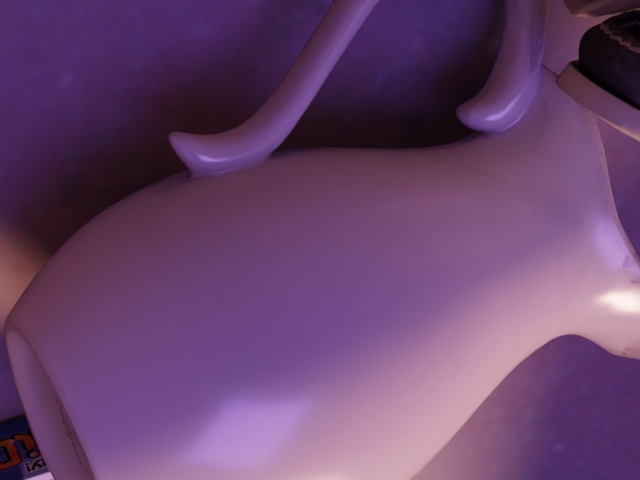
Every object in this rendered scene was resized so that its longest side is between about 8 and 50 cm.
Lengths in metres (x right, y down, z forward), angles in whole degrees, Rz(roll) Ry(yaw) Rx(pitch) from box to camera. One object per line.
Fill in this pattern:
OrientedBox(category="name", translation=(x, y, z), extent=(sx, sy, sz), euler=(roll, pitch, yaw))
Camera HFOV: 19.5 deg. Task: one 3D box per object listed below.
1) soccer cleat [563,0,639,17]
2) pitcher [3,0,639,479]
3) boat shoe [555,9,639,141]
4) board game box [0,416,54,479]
OrientedBox(category="soccer cleat", translation=(0.088, -0.147, 0.562), extent=(0.076, 0.068, 0.196), euler=(-25, 132, 0))
OrientedBox(category="pitcher", translation=(0.000, 0.000, 0.605), extent=(0.207, 0.125, 0.178), euler=(-24, 109, -19))
OrientedBox(category="boat shoe", translation=(0.164, -0.068, 0.615), extent=(0.233, 0.084, 0.079), euler=(-8, 126, -42))
OrientedBox(category="board game box", translation=(-0.149, 0.142, 0.683), extent=(0.201, 0.035, 0.136), euler=(-18, 128, -10))
